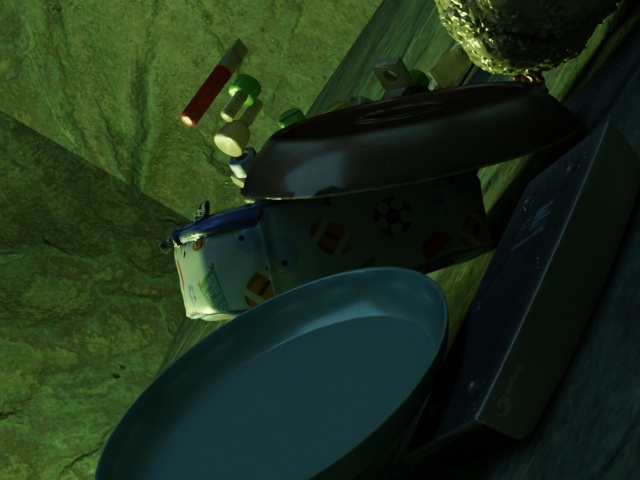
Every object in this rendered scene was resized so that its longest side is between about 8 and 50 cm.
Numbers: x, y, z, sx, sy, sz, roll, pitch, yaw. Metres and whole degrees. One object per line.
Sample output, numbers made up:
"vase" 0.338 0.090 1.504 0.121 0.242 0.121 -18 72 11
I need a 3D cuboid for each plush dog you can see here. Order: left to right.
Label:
"plush dog" 0.198 -0.235 1.737 0.225 0.262 0.211 103 163 -81

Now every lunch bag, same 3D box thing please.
"lunch bag" 0.000 0.000 1.785 0.243 0.303 0.115 172 86 -79

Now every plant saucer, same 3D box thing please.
"plant saucer" -0.032 0.133 1.479 0.317 0.044 0.317 -27 23 12
"plant saucer" 0.077 -0.096 1.688 0.310 0.310 0.050 -109 7 -81

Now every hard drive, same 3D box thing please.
"hard drive" 0.155 0.047 1.390 0.255 0.054 0.172 -63 7 -22

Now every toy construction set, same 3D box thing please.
"toy construction set" 0.007 -0.152 2.375 0.237 0.309 0.257 -58 13 -28

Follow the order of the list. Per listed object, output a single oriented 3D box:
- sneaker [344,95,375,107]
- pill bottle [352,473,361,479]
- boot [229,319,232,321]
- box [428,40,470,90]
"sneaker" 0.025 -0.081 2.658 0.146 0.102 0.293 -54 9 44
"pill bottle" -0.076 0.236 1.636 0.204 0.204 0.361 -55 9 34
"boot" -0.098 0.196 2.472 0.211 0.104 0.295 -76 12 -49
"box" 0.168 -0.213 2.490 0.137 0.027 0.094 -59 6 12
